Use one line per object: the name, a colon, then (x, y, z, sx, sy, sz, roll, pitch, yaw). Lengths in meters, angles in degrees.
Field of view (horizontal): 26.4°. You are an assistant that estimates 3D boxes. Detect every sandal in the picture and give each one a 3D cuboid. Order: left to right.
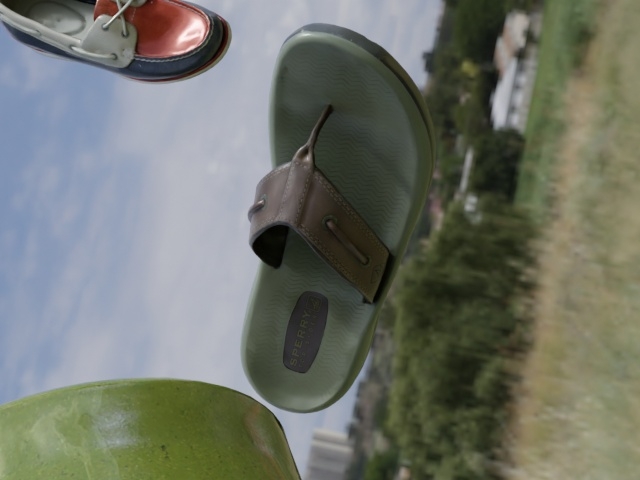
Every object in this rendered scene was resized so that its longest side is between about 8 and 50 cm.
sandal: (0.001, 0.002, 0.933, 0.086, 0.120, 0.302, -45, -32, -58)

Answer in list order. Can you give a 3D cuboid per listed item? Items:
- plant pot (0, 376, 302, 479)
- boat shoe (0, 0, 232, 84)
plant pot: (-0.089, 0.274, 0.693, 0.366, 0.367, 0.353, 92, 164, -56)
boat shoe: (-0.113, -0.117, 0.727, 0.049, 0.137, 0.043, -71, -25, -16)
